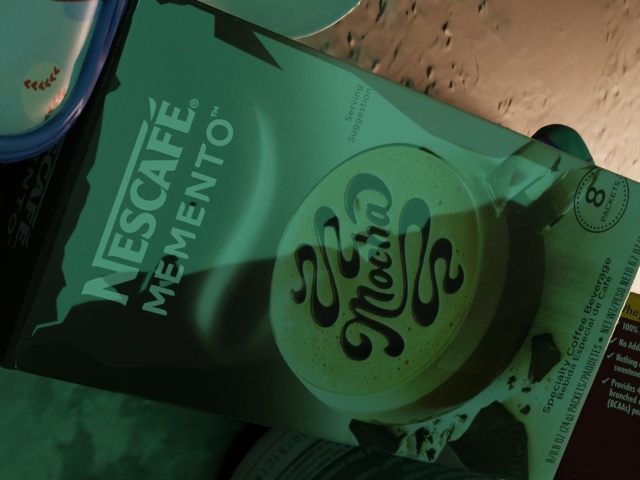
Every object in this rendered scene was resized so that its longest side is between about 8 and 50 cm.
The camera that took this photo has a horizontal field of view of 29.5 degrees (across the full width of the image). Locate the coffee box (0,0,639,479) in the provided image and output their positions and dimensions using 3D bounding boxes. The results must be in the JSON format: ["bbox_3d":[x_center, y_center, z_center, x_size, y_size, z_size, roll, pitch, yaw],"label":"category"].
[{"bbox_3d":[0.000,0.000,0.588,0.297,0.119,0.168,17,97,-29],"label":"coffee box"}]

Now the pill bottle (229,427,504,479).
[{"bbox_3d":[0.074,0.213,0.652,0.161,0.283,0.161,-15,121,-26],"label":"pill bottle"}]

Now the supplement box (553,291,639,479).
[{"bbox_3d":[0.241,0.161,0.829,0.129,0.191,0.194,101,6,-65],"label":"supplement box"}]

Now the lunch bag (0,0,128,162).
[{"bbox_3d":[-0.188,-0.174,0.390,0.303,0.115,0.243,29,73,-38],"label":"lunch bag"}]

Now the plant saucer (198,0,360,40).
[{"bbox_3d":[-0.029,-0.200,0.619,0.195,0.037,0.195,-16,114,-41],"label":"plant saucer"}]

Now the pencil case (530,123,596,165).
[{"bbox_3d":[0.119,-0.016,0.801,0.151,0.064,0.070,-34,159,-32],"label":"pencil case"}]
